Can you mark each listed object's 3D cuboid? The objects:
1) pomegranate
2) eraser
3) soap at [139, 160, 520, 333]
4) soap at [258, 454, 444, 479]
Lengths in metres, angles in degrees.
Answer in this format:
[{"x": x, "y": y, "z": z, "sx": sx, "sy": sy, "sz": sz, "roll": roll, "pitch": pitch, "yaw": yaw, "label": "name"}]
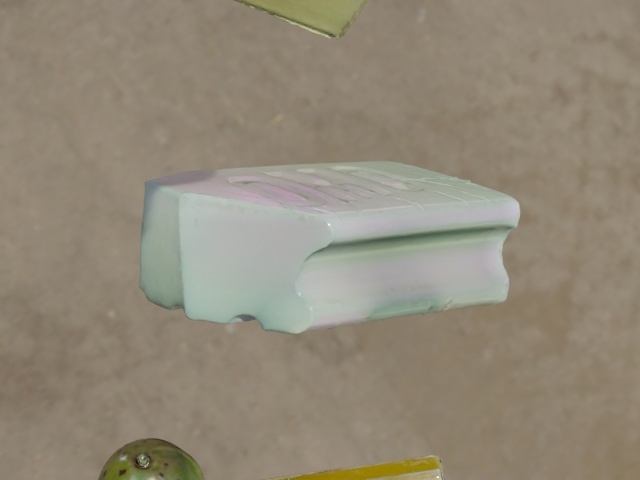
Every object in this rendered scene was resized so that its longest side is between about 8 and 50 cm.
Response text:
[{"x": -0.104, "y": 0.157, "z": 1.066, "sx": 0.073, "sy": 0.084, "sz": 0.073, "roll": 3, "pitch": 72, "yaw": -9, "label": "pomegranate"}, {"x": -0.034, "y": -0.280, "z": 1.771, "sx": 0.172, "sy": 0.117, "sz": 0.058, "roll": 20, "pitch": 55, "yaw": -14, "label": "eraser"}, {"x": 0.000, "y": 0.000, "z": 1.658, "sx": 0.347, "sy": 0.208, "sz": 0.115, "roll": -6, "pitch": 107, "yaw": -44, "label": "soap"}, {"x": 0.004, "y": 0.309, "z": 1.709, "sx": 0.080, "sy": 0.258, "sz": 0.160, "roll": -70, "pitch": 150, "yaw": -83, "label": "soap"}]
